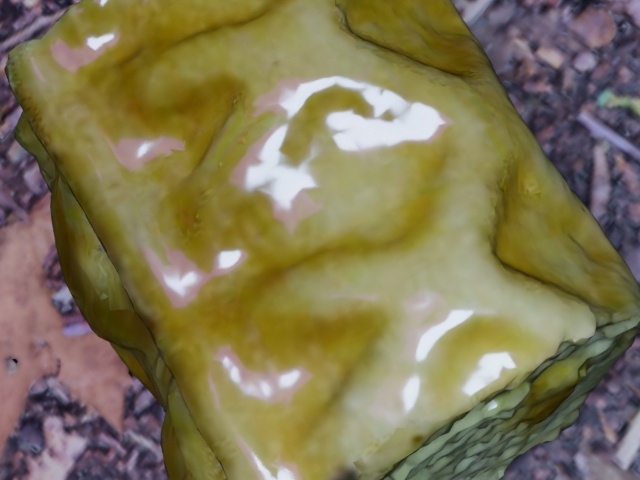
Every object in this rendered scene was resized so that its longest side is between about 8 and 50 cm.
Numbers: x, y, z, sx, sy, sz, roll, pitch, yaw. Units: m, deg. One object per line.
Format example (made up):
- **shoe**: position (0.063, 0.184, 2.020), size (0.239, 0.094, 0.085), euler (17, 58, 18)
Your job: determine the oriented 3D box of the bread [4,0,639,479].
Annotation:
- **bread**: position (-0.005, 0.004, 0.638), size (0.196, 0.238, 0.252), euler (-26, 62, -22)
